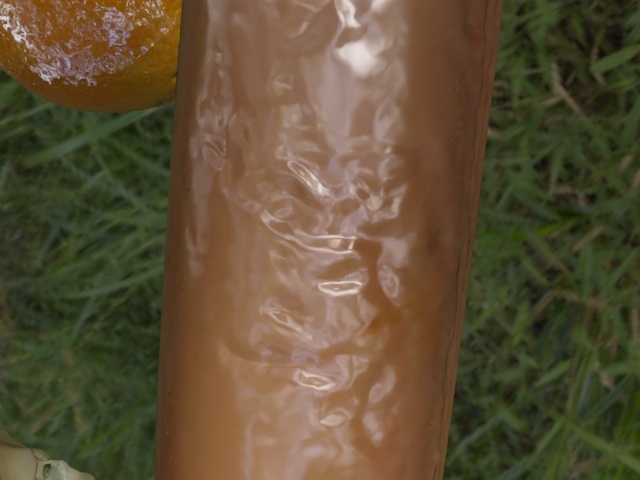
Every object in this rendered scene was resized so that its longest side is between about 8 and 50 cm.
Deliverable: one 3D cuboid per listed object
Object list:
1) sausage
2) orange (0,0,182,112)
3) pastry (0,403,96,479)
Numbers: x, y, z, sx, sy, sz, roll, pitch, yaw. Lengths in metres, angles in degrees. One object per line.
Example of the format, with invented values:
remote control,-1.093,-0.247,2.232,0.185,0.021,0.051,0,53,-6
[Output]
sausage,0.000,-0.001,0.398,0.086,0.086,0.289,13,108,29
orange,-0.126,-0.171,0.907,0.206,0.206,0.206,15,120,27
pastry,-0.164,0.152,0.391,0.265,0.133,0.265,0,97,-3
